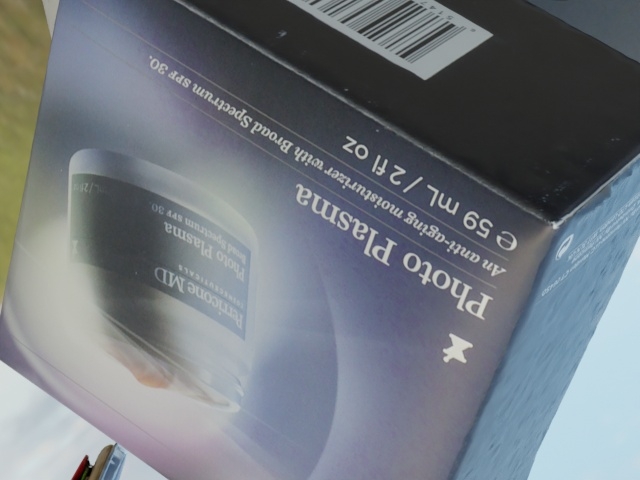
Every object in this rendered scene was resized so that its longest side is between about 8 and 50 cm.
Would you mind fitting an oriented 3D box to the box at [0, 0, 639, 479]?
[{"bbox_3d":[0.000,0.000,0.963,0.182,0.296,0.294,-36,151,-47],"label":"box"}]

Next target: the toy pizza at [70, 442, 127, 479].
[{"bbox_3d":[-0.174,0.223,1.148,0.201,0.032,0.201,-160,-90,-88],"label":"toy pizza"}]

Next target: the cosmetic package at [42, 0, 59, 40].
[{"bbox_3d":[-0.185,-0.215,1.961,0.196,0.366,0.155,-4,146,-24],"label":"cosmetic package"}]

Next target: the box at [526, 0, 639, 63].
[{"bbox_3d":[0.289,-0.236,1.660,0.293,0.212,0.395,-30,179,5],"label":"box"}]
